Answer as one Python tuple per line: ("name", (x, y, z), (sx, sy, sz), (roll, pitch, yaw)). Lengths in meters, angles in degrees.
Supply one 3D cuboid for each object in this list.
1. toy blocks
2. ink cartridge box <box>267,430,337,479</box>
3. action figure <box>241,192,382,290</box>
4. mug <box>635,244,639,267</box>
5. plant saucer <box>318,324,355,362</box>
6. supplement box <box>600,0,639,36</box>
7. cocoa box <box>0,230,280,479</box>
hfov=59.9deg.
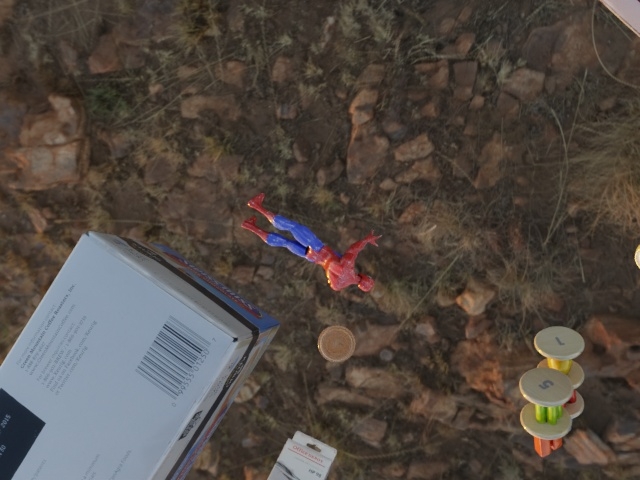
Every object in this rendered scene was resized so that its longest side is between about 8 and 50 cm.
("toy blocks", (0.269, 0.193, 0.640), (0.054, 0.123, 0.148), (6, 127, 33))
("ink cartridge box", (-0.045, 0.479, 1.125), (0.104, 0.180, 0.060), (21, 146, 13))
("action figure", (0.000, 0.000, 1.080), (0.280, 0.139, 0.091), (35, 127, 16))
("mug", (0.479, 0.014, 0.783), (0.064, 0.078, 0.062), (-11, 154, -16))
("plant saucer", (0.036, 0.230, 1.235), (0.083, 0.013, 0.083), (0, 93, -1))
("supplement box", (0.261, -0.208, 0.268), (0.073, 0.130, 0.239), (42, 134, -1))
("cocoa box", (-0.253, 0.197, 0.728), (0.231, 0.228, 0.347), (32, 91, 10))
